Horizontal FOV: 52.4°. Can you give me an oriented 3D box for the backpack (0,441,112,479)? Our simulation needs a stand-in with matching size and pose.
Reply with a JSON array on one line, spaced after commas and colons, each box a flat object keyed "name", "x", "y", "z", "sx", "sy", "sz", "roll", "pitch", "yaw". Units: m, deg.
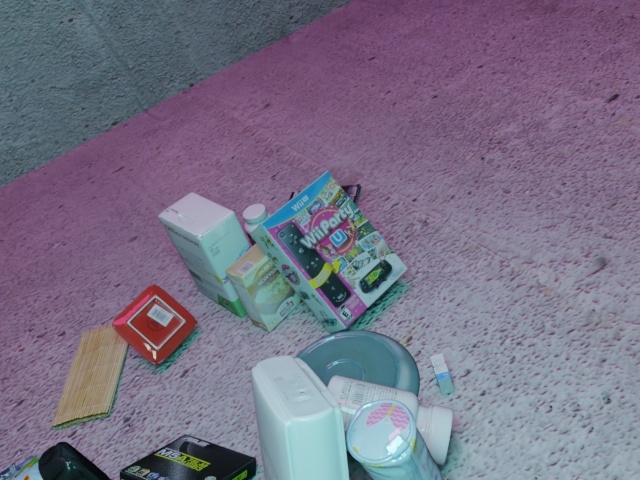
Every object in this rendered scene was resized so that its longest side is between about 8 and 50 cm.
[{"name": "backpack", "x": -0.528, "y": 0.551, "z": 1.162, "sx": 0.355, "sy": 0.290, "sz": 0.273, "roll": -46, "pitch": 34, "yaw": -20}]

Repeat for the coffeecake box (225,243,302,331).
[{"name": "coffeecake box", "x": -0.128, "y": 0.105, "z": 1.581, "sx": 0.068, "sy": 0.185, "sz": 0.142, "roll": 18, "pitch": 52, "yaw": 42}]

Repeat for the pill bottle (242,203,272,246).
[{"name": "pill bottle", "x": -0.157, "y": -0.022, "z": 1.784, "sx": 0.086, "sy": 0.152, "sz": 0.086, "roll": -13, "pitch": 37, "yaw": 10}]

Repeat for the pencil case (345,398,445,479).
[{"name": "pencil case", "x": 0.136, "y": 0.376, "z": 1.047, "sx": 0.113, "sy": 0.273, "sz": 0.124, "roll": -29, "pitch": 34, "yaw": -2}]

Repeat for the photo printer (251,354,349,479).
[{"name": "photo printer", "x": -0.031, "y": 0.376, "z": 1.080, "sx": 0.107, "sy": 0.307, "sz": 0.256, "roll": -10, "pitch": 14, "yaw": -17}]

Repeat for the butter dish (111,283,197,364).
[{"name": "butter dish", "x": -0.419, "y": 0.223, "z": 1.640, "sx": 0.160, "sy": 0.118, "sz": 0.160, "roll": 40, "pitch": 58, "yaw": 3}]

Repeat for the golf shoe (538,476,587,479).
[{"name": "golf shoe", "x": 0.311, "y": 0.452, "z": 1.015, "sx": 0.306, "sy": 0.115, "sz": 0.140, "roll": -9, "pitch": 27, "yaw": 5}]

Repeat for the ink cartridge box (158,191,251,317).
[{"name": "ink cartridge box", "x": -0.267, "y": 0.035, "z": 1.659, "sx": 0.117, "sy": 0.278, "sz": 0.201, "roll": -41, "pitch": 41, "yaw": -25}]

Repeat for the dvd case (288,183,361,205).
[{"name": "dvd case", "x": 0.001, "y": -0.100, "z": 1.922, "sx": 0.221, "sy": 0.018, "sz": 0.164, "roll": -5, "pitch": 40, "yaw": 19}]

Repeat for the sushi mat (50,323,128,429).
[{"name": "sushi mat", "x": -0.569, "y": 0.329, "z": 1.647, "sx": 0.151, "sy": 0.019, "sz": 0.316, "roll": -16, "pitch": 36, "yaw": 9}]

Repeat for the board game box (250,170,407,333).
[{"name": "board game box", "x": 0.020, "y": 0.027, "z": 1.521, "sx": 0.224, "sy": 0.303, "sz": 0.097, "roll": -41, "pitch": 2, "yaw": -25}]

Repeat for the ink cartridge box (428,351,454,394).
[{"name": "ink cartridge box", "x": 0.244, "y": 0.264, "z": 1.318, "sx": 0.028, "sy": 0.048, "sz": 0.083, "roll": -17, "pitch": 37, "yaw": 5}]

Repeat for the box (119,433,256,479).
[{"name": "box", "x": -0.253, "y": 0.447, "z": 1.254, "sx": 0.191, "sy": 0.045, "sz": 0.184, "roll": 6, "pitch": 13, "yaw": 32}]

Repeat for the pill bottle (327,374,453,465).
[{"name": "pill bottle", "x": 0.119, "y": 0.334, "z": 1.191, "sx": 0.229, "sy": 0.131, "sz": 0.131, "roll": 11, "pitch": 44, "yaw": 10}]

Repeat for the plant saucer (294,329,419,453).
[{"name": "plant saucer", "x": 0.049, "y": 0.300, "z": 1.372, "sx": 0.318, "sy": 0.043, "sz": 0.317, "roll": -13, "pitch": 38, "yaw": 10}]
